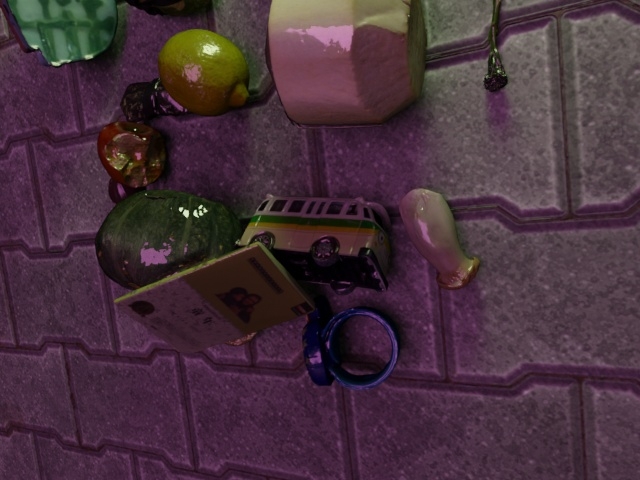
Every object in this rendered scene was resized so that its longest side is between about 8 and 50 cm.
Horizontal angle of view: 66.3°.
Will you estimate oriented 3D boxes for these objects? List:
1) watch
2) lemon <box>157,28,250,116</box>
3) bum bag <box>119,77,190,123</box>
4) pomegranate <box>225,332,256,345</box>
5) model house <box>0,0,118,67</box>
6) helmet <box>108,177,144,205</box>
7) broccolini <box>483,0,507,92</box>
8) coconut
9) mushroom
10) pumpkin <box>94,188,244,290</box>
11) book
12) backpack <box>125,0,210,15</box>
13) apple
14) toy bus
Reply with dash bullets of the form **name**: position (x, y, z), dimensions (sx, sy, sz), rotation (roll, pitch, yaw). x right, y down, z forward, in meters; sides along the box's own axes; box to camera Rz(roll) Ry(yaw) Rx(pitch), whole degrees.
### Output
- **watch**: position (0.068, 0.217, 1.051), dimensions (0.200, 0.171, 0.195), rotation (-10, 92, 13)
- **lemon**: position (-0.266, -0.378, 1.097), dimensions (0.249, 0.184, 0.184), rotation (33, 111, 14)
- **bum bag**: position (-0.407, -0.358, 1.236), dimensions (0.248, 0.069, 0.102), rotation (-4, 74, 26)
- **pomegranate**: position (-0.213, 0.169, 1.188), dimensions (0.143, 0.122, 0.169), rotation (13, 142, 19)
- **model house**: position (-0.716, -0.622, 1.289), dimensions (0.329, 0.252, 0.294), rotation (20, 132, 46)
- **helmet**: position (-0.533, -0.129, 1.335), dimensions (0.098, 0.070, 0.123), rotation (-4, 95, 27)
- **broccolini**: position (0.316, -0.382, 0.895), dimensions (0.044, 0.042, 0.218), rotation (-1, 92, 28)
- **coconut**: position (0.033, -0.352, 0.895), dimensions (0.323, 0.323, 0.322), rotation (4, 100, 26)
- **mushroom**: position (0.231, -0.005, 0.964), dimensions (0.097, 0.088, 0.212), rotation (-32, 89, -5)
- **pumpkin**: position (-0.334, 0.015, 1.140), dimensions (0.328, 0.291, 0.257), rotation (16, 78, 7)
- **book**: position (-0.219, 0.134, 1.027), dimensions (0.352, 0.239, 0.035), rotation (-21, 44, 17)
- **backpack**: position (-0.354, -0.626, 1.126), dimensions (0.254, 0.140, 0.206), rotation (21, 109, 27)
- **apple**: position (-0.482, -0.218, 1.251), dimensions (0.147, 0.156, 0.158), rotation (31, 122, 29)
- **toy bus**: position (0.000, 0.000, 1.023), dimensions (0.306, 0.143, 0.179), rotation (4, 57, 27)
